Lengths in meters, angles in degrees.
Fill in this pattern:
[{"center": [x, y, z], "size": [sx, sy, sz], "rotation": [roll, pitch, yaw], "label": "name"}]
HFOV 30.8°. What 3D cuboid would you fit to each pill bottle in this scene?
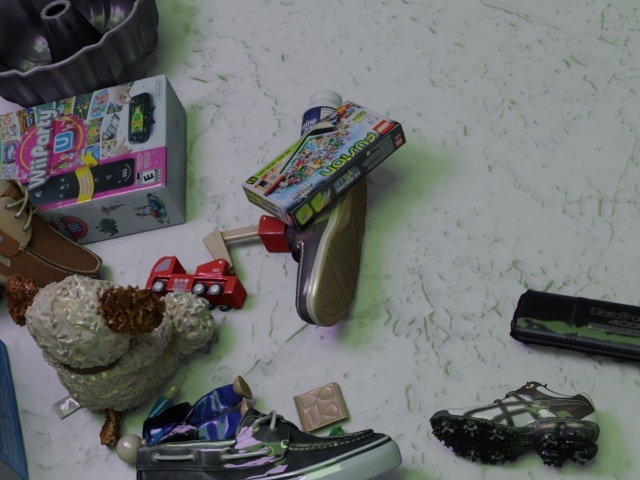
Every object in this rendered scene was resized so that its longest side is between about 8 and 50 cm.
[{"center": [0.004, -0.161, 1.707], "size": [0.067, 0.067, 0.120], "rotation": [-5, 55, 14], "label": "pill bottle"}]

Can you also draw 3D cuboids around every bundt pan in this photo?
[{"center": [-0.410, -0.332, 1.906], "size": [0.330, 0.124, 0.331], "rotation": [-12, 44, 11], "label": "bundt pan"}]

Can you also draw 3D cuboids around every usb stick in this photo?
[{"center": [0.370, 0.112, 1.414], "size": [0.278, 0.045, 0.077], "rotation": [8, 52, 23], "label": "usb stick"}]

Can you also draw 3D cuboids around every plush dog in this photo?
[{"center": [-0.294, 0.127, 1.499], "size": [0.262, 0.225, 0.211], "rotation": [0, 56, 18], "label": "plush dog"}]

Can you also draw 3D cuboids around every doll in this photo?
[{"center": [-0.176, 0.239, 1.497], "size": [0.189, 0.046, 0.129], "rotation": [-25, 56, 7], "label": "doll"}]

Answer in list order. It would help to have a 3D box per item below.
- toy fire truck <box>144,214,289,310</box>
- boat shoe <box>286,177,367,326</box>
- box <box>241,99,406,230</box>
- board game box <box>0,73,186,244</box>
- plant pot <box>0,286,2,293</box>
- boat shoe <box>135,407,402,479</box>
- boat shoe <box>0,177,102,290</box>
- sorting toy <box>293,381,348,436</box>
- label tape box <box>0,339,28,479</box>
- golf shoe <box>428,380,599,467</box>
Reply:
[{"center": [-0.142, 0.030, 1.632], "size": [0.192, 0.047, 0.135], "rotation": [2, 56, 20], "label": "toy fire truck"}, {"center": [0.000, 0.000, 1.579], "size": [0.092, 0.103, 0.285], "rotation": [-6, 49, 22], "label": "boat shoe"}, {"center": [0.005, -0.106, 1.588], "size": [0.207, 0.036, 0.114], "rotation": [-40, 44, -21], "label": "box"}, {"center": [-0.362, -0.111, 1.772], "size": [0.303, 0.097, 0.224], "rotation": [-13, 53, 10], "label": "board game box"}, {"center": [-0.564, 0.043, 1.694], "size": [0.165, 0.167, 0.167], "rotation": [33, 71, 26], "label": "plant pot"}, {"center": [-0.074, 0.259, 1.383], "size": [0.335, 0.121, 0.119], "rotation": [-14, 82, 10], "label": "boat shoe"}, {"center": [-0.456, -0.026, 1.622], "size": [0.120, 0.324, 0.123], "rotation": [-58, 18, 24], "label": "boat shoe"}, {"center": [0.004, 0.223, 1.472], "size": [0.062, 0.012, 0.083], "rotation": [-18, 49, -1], "label": "sorting toy"}, {"center": [-0.505, 0.162, 1.474], "size": [0.105, 0.334, 0.241], "rotation": [-23, 52, 1], "label": "label tape box"}, {"center": [0.231, 0.213, 1.379], "size": [0.198, 0.077, 0.094], "rotation": [4, 43, 15], "label": "golf shoe"}]
